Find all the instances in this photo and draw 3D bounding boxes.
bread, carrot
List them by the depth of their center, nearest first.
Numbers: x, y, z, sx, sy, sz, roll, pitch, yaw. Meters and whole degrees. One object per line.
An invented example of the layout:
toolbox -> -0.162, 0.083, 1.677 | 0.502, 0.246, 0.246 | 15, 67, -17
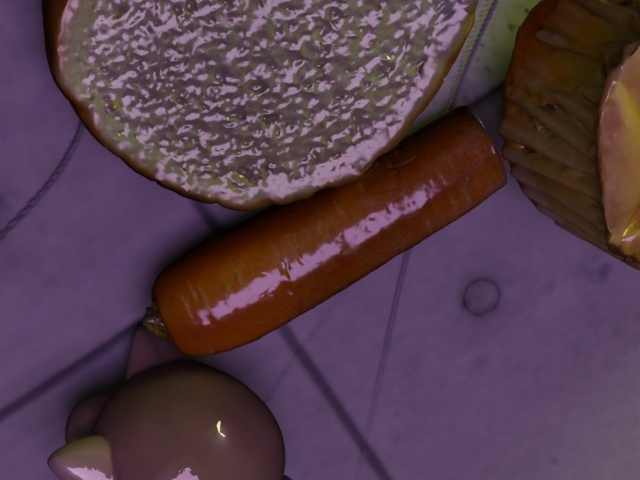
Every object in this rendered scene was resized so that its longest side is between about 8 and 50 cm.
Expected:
bread -> -0.034, -0.130, 0.925 | 0.236, 0.070, 0.236 | -5, 113, -13
bread -> 0.243, -0.093, 0.967 | 0.288, 0.156, 0.204 | -16, 119, -16
carrot -> 0.000, 0.000, 0.986 | 0.225, 0.067, 0.067 | -30, 115, -4

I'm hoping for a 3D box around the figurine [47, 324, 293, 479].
figurine -> -0.083, 0.130, 0.990 | 0.138, 0.125, 0.125 | 41, 96, -14
